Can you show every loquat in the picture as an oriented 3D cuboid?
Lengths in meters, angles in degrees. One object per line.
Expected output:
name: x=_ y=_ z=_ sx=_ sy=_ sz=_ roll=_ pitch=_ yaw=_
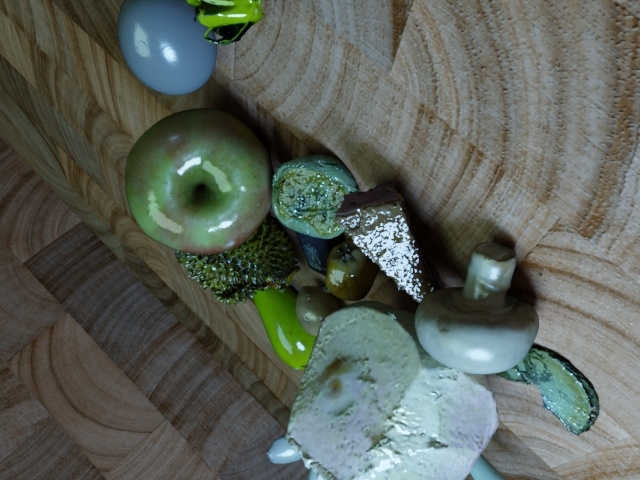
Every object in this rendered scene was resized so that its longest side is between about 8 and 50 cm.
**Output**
loquat: x=0.061 y=0.057 z=1.489 sx=0.112 sy=0.137 sz=0.137 roll=23 pitch=148 yaw=19

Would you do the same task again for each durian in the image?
durian: x=-0.205 y=0.025 z=1.774 sx=0.292 sy=0.258 sz=0.258 roll=17 pitch=144 yaw=25

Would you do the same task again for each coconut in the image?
coconut: x=0.151 y=0.325 z=1.424 sx=0.404 sy=0.404 sz=0.405 roll=38 pitch=154 yaw=23

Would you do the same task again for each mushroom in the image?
mushroom: x=0.249 y=0.120 z=1.174 sx=0.206 sy=0.206 sz=0.209 roll=19 pitch=142 yaw=49

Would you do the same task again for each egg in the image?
egg: x=-0.289 y=-0.379 z=1.357 sx=0.176 sy=0.176 sz=0.232 roll=35 pitch=164 yaw=29

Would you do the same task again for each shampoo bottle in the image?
shampoo bottle: x=0.001 y=0.000 z=1.573 sx=0.098 sy=0.071 sz=0.310 roll=18 pitch=143 yaw=39

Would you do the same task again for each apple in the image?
apple: x=-0.254 y=-0.124 z=1.548 sx=0.319 sy=0.319 sz=0.277 roll=52 pitch=-176 yaw=-7

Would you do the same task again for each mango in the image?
mango: x=-0.091 y=0.219 z=1.979 sx=0.293 sy=0.142 sz=0.175 roll=57 pitch=163 yaw=8

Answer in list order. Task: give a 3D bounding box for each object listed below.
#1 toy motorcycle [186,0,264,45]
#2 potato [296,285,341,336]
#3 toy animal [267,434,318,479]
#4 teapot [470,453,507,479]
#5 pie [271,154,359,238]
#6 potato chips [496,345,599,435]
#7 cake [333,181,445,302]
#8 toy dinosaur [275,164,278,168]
toy motorcycle: x=-0.189 y=-0.437 z=1.164 sx=0.342 sy=0.142 sz=0.206 roll=31 pitch=113 yaw=35
potato: x=0.000 y=0.179 z=1.800 sx=0.147 sy=0.112 sz=0.112 roll=50 pitch=157 yaw=-22
toy animal: x=0.050 y=0.486 z=1.871 sx=0.196 sy=0.367 sz=0.241 roll=41 pitch=167 yaw=23
teapot: x=0.286 y=0.425 z=1.618 sx=0.318 sy=0.149 sz=0.220 roll=11 pitch=138 yaw=56
pie: x=-0.012 y=-0.081 z=1.406 sx=0.186 sy=0.041 sz=0.187 roll=9 pitch=124 yaw=13
potato chips: x=0.407 y=0.262 z=1.327 sx=0.219 sy=0.029 sz=0.202 roll=23 pitch=145 yaw=40
cake: x=0.154 y=0.016 z=1.288 sx=0.112 sy=0.116 sz=0.295 roll=-31 pitch=114 yaw=21
toy dinosaur: x=-0.072 y=-0.133 z=1.558 sx=0.083 sy=0.021 sz=0.062 roll=50 pitch=168 yaw=-13
